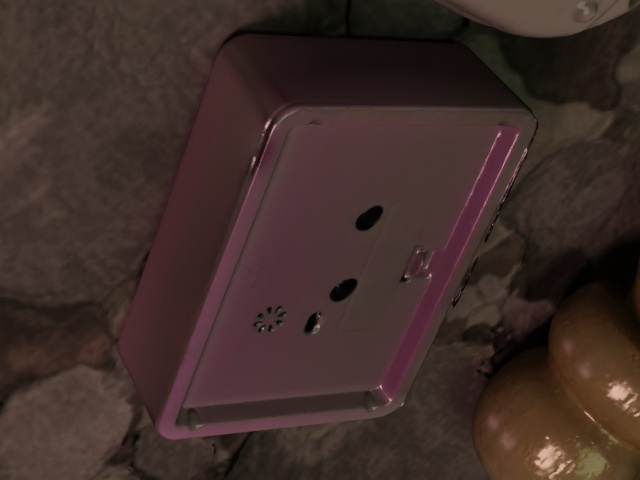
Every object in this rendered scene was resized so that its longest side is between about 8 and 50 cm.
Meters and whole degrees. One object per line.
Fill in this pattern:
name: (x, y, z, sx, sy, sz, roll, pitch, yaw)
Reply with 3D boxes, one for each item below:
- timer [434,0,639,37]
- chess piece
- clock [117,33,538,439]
timer: (0.094, -0.194, 0.639, 0.262, 0.087, 0.237, 20, 126, -43)
chess piece: (0.198, 0.059, 0.945, 0.143, 0.143, 0.261, 23, 117, -45)
clock: (0.000, 0.000, 0.797, 0.150, 0.063, 0.197, -2, 130, -33)
